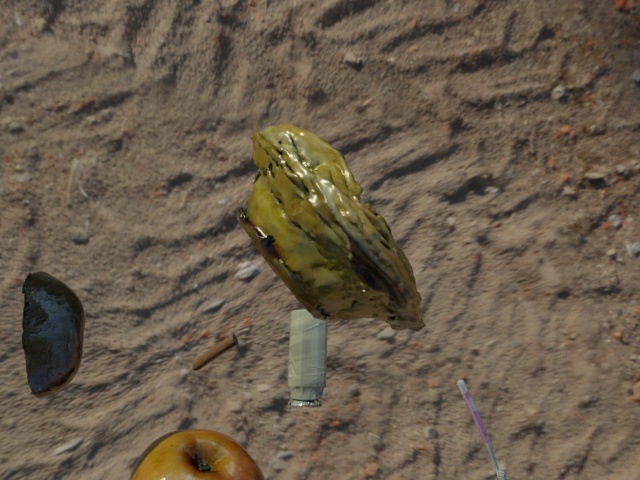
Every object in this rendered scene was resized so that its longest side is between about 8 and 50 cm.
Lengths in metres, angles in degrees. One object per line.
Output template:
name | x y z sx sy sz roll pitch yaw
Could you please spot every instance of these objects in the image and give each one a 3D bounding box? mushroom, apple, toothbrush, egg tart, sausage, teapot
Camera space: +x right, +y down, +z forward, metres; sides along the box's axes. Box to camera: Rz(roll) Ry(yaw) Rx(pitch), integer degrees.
mushroom | -0.422 0.140 1.160 0.094 0.072 0.210 -5 68 -2
apple | -0.197 0.430 1.176 0.242 0.242 0.241 2 121 -11
toothbrush | 0.386 0.456 1.722 0.020 0.025 0.286 -28 96 -30
egg tart | 0.000 0.000 0.679 0.106 0.241 0.241 -37 90 -5
sausage | -0.222 0.237 1.533 0.116 0.026 0.026 -35 89 12
teapot | -0.035 0.252 1.542 0.077 0.107 0.200 9 75 -25
